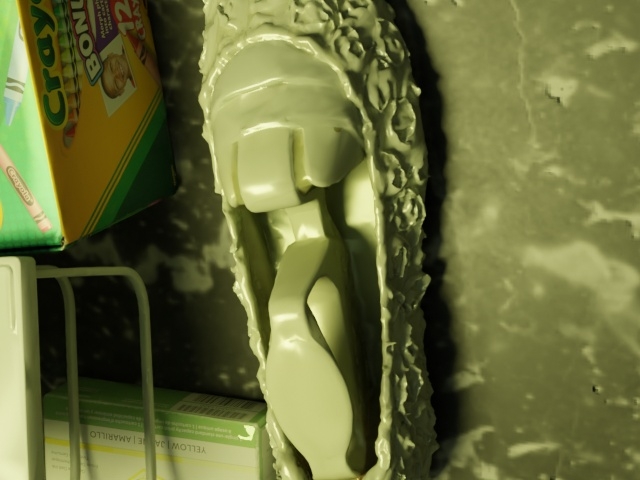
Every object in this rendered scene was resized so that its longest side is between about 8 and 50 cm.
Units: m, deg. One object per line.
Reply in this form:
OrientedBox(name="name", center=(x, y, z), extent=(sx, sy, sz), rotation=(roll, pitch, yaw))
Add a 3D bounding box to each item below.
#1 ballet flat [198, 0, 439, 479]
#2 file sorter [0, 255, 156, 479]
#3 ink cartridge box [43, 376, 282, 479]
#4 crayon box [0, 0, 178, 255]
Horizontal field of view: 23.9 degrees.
OrientedBox(name="ballet flat", center=(0.000, 0.000, 0.962), extent=(0.147, 0.147, 0.408), rotation=(-7, 101, 22))
OrientedBox(name="file sorter", center=(-0.265, 0.111, 1.018), extent=(0.278, 0.173, 0.192), rotation=(-3, 89, 24))
OrientedBox(name="ink cartridge box", center=(-0.113, 0.224, 1.107), extent=(0.171, 0.056, 0.235), rotation=(5, 104, 19))
OrientedBox(name="crayon box", center=(-0.183, -0.144, 0.973), extent=(0.081, 0.165, 0.278), rotation=(-5, 103, 22))
